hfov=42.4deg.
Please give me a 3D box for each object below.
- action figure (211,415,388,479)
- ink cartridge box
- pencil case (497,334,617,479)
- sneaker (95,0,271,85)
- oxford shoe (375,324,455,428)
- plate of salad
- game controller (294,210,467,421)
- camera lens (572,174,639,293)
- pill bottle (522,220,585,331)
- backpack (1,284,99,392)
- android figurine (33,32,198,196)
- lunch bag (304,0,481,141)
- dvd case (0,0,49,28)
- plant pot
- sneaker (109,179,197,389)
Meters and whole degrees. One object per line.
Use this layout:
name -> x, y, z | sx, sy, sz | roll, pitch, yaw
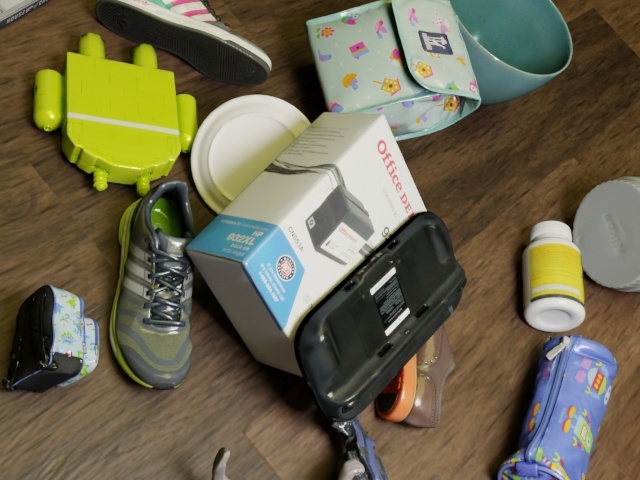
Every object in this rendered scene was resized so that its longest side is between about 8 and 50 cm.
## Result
action figure -> 0.004, 0.365, 1.036 | 0.330, 0.179, 0.341 | 22, 25, -25
ink cartridge box -> 0.000, 0.000, 1.140 | 0.307, 0.129, 0.223 | -48, 127, -28
pencil case -> 0.372, 0.275, 1.284 | 0.133, 0.119, 0.306 | 59, 44, -25
sneaker -> -0.204, -0.386, 1.378 | 0.295, 0.124, 0.179 | 23, 62, -14
oxford shoe -> 0.153, 0.154, 1.262 | 0.098, 0.097, 0.272 | 23, 63, -21
plate of salad -> -0.097, -0.121, 1.259 | 0.199, 0.048, 0.200 | 0, 92, 1
game controller -> 0.089, 0.097, 1.127 | 0.319, 0.067, 0.167 | -41, 115, -34
camera lens -> 0.645, -0.012, 1.557 | 0.274, 0.219, 0.220 | 0, 61, -30
pill bottle -> 0.408, 0.060, 1.452 | 0.103, 0.103, 0.184 | 21, 54, -17
backpack -> -0.323, 0.119, 1.002 | 0.084, 0.105, 0.114 | 23, 48, -44
android figurine -> -0.299, -0.187, 1.235 | 0.248, 0.056, 0.273 | 5, 59, -28
lunch bag -> 0.127, -0.294, 1.417 | 0.262, 0.160, 0.224 | -15, 66, 4
dvd case -> -0.537, -0.437, 1.274 | 0.238, 0.029, 0.179 | 41, 50, -2
plant pot -> 0.312, -0.377, 1.611 | 0.290, 0.195, 0.290 | 14, 55, -21
sneaker -> -0.214, 0.049, 1.092 | 0.111, 0.121, 0.300 | 5, 59, -27
